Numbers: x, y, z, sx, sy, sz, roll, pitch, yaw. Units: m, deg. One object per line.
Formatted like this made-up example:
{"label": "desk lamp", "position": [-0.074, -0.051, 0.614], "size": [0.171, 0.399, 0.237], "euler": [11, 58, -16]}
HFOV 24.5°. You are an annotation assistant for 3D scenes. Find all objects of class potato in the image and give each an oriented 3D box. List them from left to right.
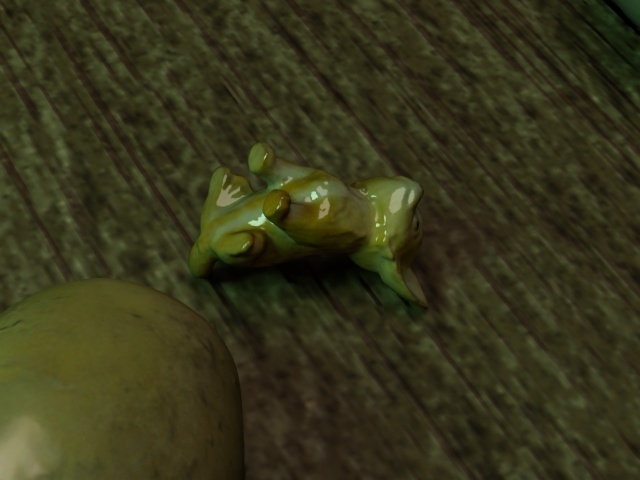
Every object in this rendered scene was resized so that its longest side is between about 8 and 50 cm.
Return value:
{"label": "potato", "position": [-0.079, 0.072, 0.454], "size": [0.112, 0.112, 0.147], "euler": [20, 43, 13]}

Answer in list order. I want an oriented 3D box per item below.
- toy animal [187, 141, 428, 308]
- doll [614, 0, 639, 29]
{"label": "toy animal", "position": [0.000, 0.000, 0.565], "size": [0.083, 0.081, 0.060], "euler": [22, 29, -34]}
{"label": "doll", "position": [0.224, -0.168, 0.656], "size": [0.221, 0.221, 0.251], "euler": [15, 27, 9]}
